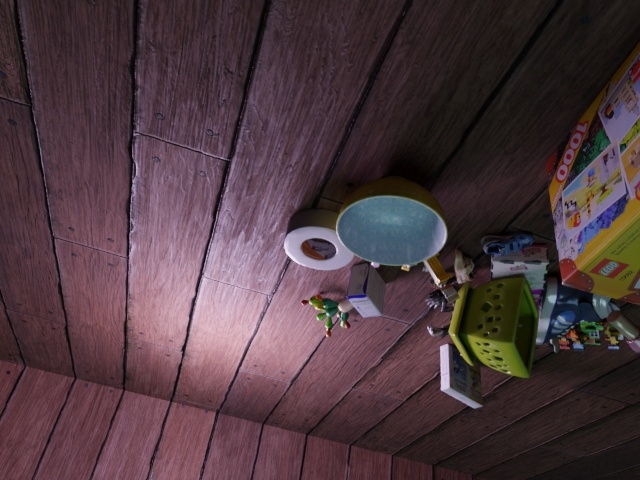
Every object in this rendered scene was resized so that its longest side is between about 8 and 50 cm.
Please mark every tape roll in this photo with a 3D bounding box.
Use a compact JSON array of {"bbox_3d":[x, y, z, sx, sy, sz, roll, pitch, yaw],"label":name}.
[{"bbox_3d":[0.000,0.000,1.703,0.219,0.072,0.219,6,142,5],"label":"tape roll"}]

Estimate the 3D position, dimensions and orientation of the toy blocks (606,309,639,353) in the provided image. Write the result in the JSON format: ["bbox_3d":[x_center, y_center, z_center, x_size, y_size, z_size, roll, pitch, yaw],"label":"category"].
[{"bbox_3d":[0.971,0.158,1.479,0.260,0.288,0.309,40,134,-9],"label":"toy blocks"}]

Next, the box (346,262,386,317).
[{"bbox_3d":[0.153,0.165,1.837,0.072,0.126,0.137,-11,138,27],"label":"box"}]

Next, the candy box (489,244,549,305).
[{"bbox_3d":[0.600,0.107,1.702,0.159,0.071,0.233,2,143,15],"label":"candy box"}]

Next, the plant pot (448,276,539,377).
[{"bbox_3d":[0.523,0.259,1.688,0.207,0.228,0.227,-1,142,33],"label":"plant pot"}]

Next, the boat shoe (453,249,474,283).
[{"bbox_3d":[0.442,0.077,1.713,0.059,0.063,0.170,-7,149,17],"label":"boat shoe"}]

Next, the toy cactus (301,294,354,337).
[{"bbox_3d":[0.053,0.254,2.011,0.180,0.112,0.219,-29,120,27],"label":"toy cactus"}]

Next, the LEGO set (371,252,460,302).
[{"bbox_3d":[0.300,0.093,1.705,0.287,0.132,0.107,29,150,12],"label":"LEGO set"}]

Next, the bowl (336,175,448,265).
[{"bbox_3d":[0.193,-0.077,1.488,0.289,0.156,0.289,6,142,5],"label":"bowl"}]

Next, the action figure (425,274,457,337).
[{"bbox_3d":[0.418,0.235,1.849,0.141,0.164,0.276,-15,128,15],"label":"action figure"}]

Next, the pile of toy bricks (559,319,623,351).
[{"bbox_3d":[0.901,0.300,1.874,0.212,0.118,0.105,-5,109,33],"label":"pile of toy bricks"}]

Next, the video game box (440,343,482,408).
[{"bbox_3d":[0.547,0.527,2.165,0.205,0.187,0.048,32,138,-27],"label":"video game box"}]

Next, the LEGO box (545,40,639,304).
[{"bbox_3d":[0.669,-0.169,1.081,0.193,0.372,0.500,14,142,-4],"label":"LEGO box"}]

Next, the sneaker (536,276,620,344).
[{"bbox_3d":[0.816,0.239,1.774,0.236,0.130,0.323,5,137,13],"label":"sneaker"}]

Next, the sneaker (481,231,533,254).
[{"bbox_3d":[0.537,0.014,1.601,0.144,0.059,0.053,-8,123,19],"label":"sneaker"}]

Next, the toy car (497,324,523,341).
[{"bbox_3d":[0.608,0.297,1.898,0.188,0.155,0.149,3,144,29],"label":"toy car"}]

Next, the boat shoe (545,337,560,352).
[{"bbox_3d":[0.835,0.366,2.011,0.042,0.049,0.133,15,161,43],"label":"boat shoe"}]
